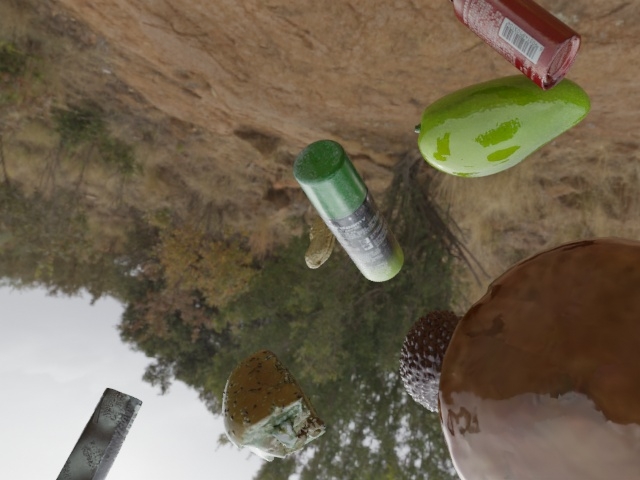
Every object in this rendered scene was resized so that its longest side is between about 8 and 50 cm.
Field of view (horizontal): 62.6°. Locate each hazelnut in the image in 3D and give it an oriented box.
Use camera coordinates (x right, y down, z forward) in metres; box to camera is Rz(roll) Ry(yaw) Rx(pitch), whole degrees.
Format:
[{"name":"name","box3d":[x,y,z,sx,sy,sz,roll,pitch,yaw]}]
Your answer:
[{"name":"hazelnut","box3d":[0.291,0.173,0.549,0.316,0.372,0.372,-2,169,22]}]

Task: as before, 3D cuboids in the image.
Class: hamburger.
[{"name":"hamburger","box3d":[-0.116,0.364,1.142,0.192,0.167,0.288,-29,-156,-14]}]

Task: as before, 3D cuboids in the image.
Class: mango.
[{"name":"mango","box3d":[0.373,-0.240,1.094,0.343,0.192,0.156,-12,-156,24]}]

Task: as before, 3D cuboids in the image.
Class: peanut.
[{"name":"peanut","box3d":[0.000,0.000,1.529,0.080,0.174,0.080,15,162,5]}]

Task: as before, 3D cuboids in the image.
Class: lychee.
[{"name":"lychee","box3d":[0.391,0.379,1.625,0.306,0.330,0.306,4,138,4]}]

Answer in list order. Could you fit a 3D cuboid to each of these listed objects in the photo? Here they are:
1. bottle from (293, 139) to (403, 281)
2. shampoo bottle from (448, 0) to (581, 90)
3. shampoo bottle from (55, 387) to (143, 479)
[{"name":"bottle","box3d":[0.059,-0.039,0.912,0.093,0.093,0.330,6,153,29]},{"name":"shampoo bottle","box3d":[0.323,-0.403,0.947,0.314,0.076,0.118,53,175,27]},{"name":"shampoo bottle","box3d":[-0.309,0.306,0.703,0.064,0.207,0.057,16,154,13]}]
